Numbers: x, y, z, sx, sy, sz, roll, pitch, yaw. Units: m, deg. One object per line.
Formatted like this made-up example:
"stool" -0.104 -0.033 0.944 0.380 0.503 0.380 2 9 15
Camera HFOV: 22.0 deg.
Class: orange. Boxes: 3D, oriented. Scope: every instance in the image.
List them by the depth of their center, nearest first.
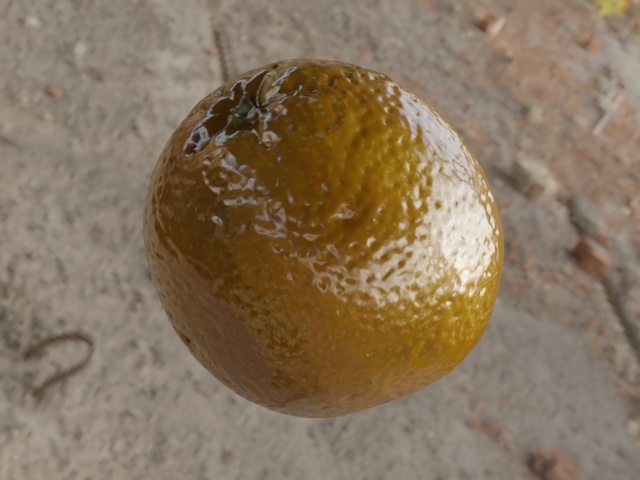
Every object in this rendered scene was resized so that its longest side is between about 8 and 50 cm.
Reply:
"orange" 0.000 0.000 0.361 0.085 0.085 0.085 25 29 -15
